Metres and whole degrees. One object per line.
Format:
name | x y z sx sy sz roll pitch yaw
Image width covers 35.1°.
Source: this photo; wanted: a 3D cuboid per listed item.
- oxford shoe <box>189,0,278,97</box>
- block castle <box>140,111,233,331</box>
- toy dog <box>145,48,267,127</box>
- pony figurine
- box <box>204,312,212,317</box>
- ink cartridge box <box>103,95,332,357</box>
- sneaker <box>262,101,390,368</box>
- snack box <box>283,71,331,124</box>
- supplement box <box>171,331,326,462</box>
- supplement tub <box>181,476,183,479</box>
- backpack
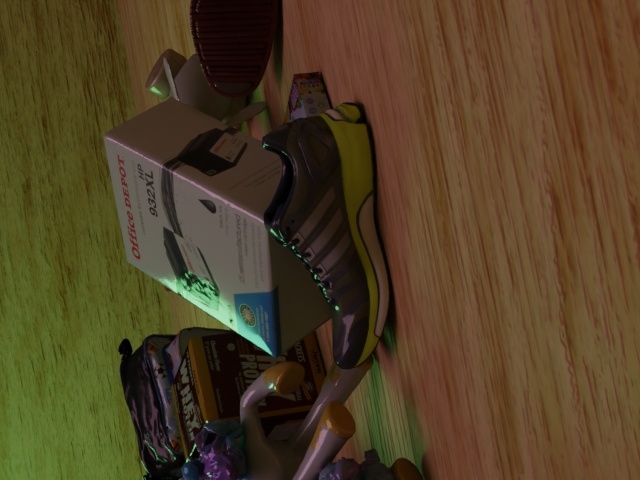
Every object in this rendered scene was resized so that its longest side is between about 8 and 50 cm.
oxford shoe | -0.117 -0.379 1.427 0.130 0.123 0.348 -88 1 -65
block castle | -0.238 0.002 1.841 0.453 0.213 0.303 93 161 -48
toy dog | -0.170 -0.230 1.593 0.161 0.220 0.333 -57 41 21
pony figurine | -0.047 0.333 1.194 0.363 0.303 0.351 -48 43 26
box | -0.247 0.102 2.320 0.186 0.038 0.145 -174 75 -76
ink cartridge box | -0.130 -0.023 1.330 0.307 0.129 0.223 28 137 33
sneaker | 0.000 0.000 1.141 0.111 0.121 0.300 -172 73 -75
snack box | -0.016 -0.132 1.289 0.141 0.037 0.100 106 149 -59
supplement box | -0.109 0.230 1.524 0.194 0.191 0.129 119 140 -56
supplement tub | -0.124 0.477 1.513 0.316 0.194 0.193 -109 15 -65
backpack | -0.185 0.271 1.737 0.213 0.263 0.276 -34 61 36
